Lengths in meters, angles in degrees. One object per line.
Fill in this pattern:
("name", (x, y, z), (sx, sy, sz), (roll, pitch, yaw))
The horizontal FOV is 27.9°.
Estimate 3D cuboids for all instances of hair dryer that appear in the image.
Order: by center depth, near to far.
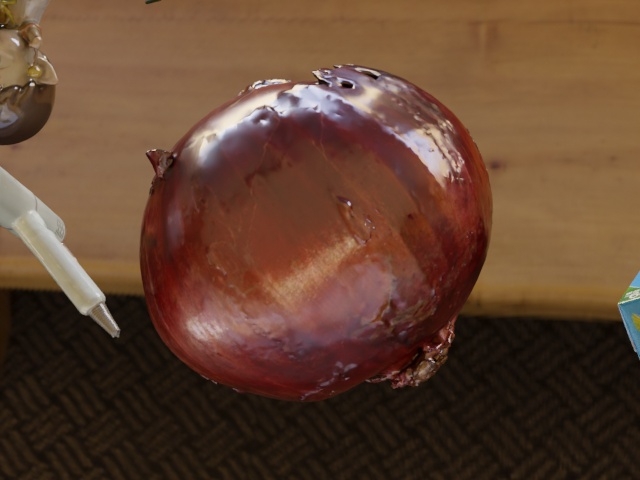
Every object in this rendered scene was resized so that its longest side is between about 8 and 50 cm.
("hair dryer", (-0.237, 0.015, 1.143), (0.044, 0.155, 0.183), (-42, 64, -2))

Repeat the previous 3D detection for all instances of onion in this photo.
("onion", (0.000, 0.000, 0.957), (0.276, 0.276, 0.276), (-4, 65, 8))

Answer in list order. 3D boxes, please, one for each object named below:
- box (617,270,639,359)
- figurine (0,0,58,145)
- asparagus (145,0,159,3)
("box", (0.395, 0.047, 1.219), (0.194, 0.139, 0.073), (-19, 95, 26))
("figurine", (-0.403, -0.215, 1.573), (0.161, 0.158, 0.275), (13, 106, 32))
("asparagus", (-0.167, -0.317, 1.585), (0.108, 0.025, 0.021), (-20, 91, 0))
